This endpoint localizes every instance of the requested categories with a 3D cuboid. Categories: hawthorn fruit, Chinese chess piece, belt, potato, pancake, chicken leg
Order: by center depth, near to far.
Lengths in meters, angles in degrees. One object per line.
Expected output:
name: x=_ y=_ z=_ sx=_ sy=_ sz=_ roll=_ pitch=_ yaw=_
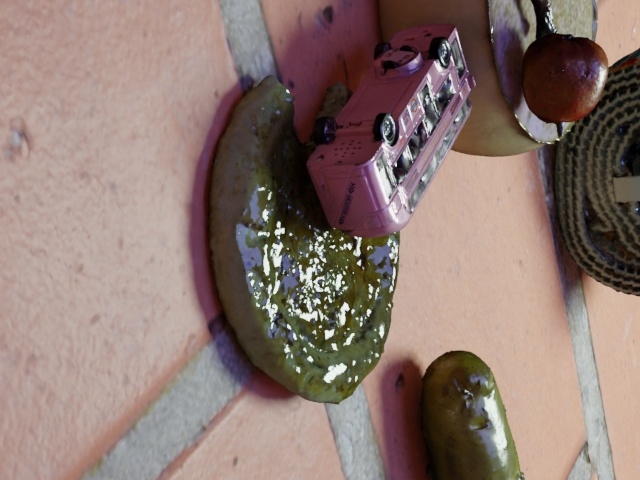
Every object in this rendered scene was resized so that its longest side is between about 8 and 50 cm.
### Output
pancake: x=0.000 y=0.000 z=0.956 sx=0.253 sy=0.037 sz=0.253 roll=10 pitch=79 yaw=-58
chicken leg: x=0.166 y=-0.213 z=1.030 sx=0.145 sy=0.037 sz=0.062 roll=31 pitch=88 yaw=-53
hawthorn fruit: x=0.199 y=-0.133 z=1.056 sx=0.077 sy=0.077 sz=0.077 roll=-1 pitch=91 yaw=-59
potato: x=0.130 y=0.180 z=1.134 sx=0.105 sy=0.085 sz=0.188 roll=-118 pitch=-166 yaw=-66
Chinese chess piece: x=0.155 y=-0.209 z=1.145 sx=0.270 sy=0.112 sz=0.270 roll=-3 pitch=93 yaw=-59
belt: x=0.366 y=-0.064 z=1.420 sx=0.160 sy=0.207 sz=0.295 roll=-39 pitch=138 yaw=-57

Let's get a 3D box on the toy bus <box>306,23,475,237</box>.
toy bus: x=0.056 y=-0.085 z=0.968 sx=0.203 sy=0.063 sz=0.090 roll=-58 pitch=137 yaw=-44
